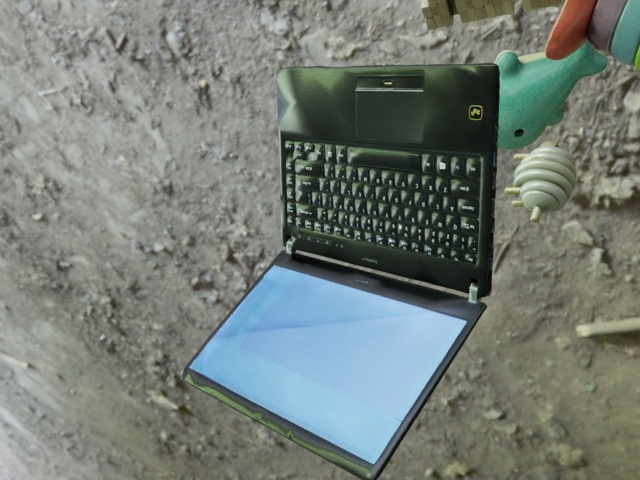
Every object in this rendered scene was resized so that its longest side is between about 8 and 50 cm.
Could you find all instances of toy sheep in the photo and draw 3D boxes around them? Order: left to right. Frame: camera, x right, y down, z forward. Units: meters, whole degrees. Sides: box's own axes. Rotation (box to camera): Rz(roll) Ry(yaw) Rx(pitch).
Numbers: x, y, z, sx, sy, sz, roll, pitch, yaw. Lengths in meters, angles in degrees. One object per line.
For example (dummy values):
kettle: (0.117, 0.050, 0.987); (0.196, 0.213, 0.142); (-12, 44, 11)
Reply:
toy sheep: (0.306, -0.081, 0.964); (0.091, 0.132, 0.091); (16, 160, 6)

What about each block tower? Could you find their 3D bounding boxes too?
block tower: (0.357, -0.487, 1.316); (0.335, 0.097, 0.091); (-5, 147, 24)

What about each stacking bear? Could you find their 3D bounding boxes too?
stacking bear: (0.461, -0.270, 0.866); (0.289, 0.164, 0.175); (30, 133, 21)

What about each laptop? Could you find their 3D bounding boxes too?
laptop: (0.000, 0.000, 0.544); (0.234, 0.136, 0.264); (13, 110, 45)

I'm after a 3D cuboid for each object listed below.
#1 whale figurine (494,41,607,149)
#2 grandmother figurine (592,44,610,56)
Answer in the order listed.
whale figurine: (0.407, -0.275, 1.329); (0.272, 0.141, 0.216); (-29, 132, 30)
grandmother figurine: (0.614, -0.468, 1.605); (0.104, 0.342, 0.208); (5, 116, 32)
